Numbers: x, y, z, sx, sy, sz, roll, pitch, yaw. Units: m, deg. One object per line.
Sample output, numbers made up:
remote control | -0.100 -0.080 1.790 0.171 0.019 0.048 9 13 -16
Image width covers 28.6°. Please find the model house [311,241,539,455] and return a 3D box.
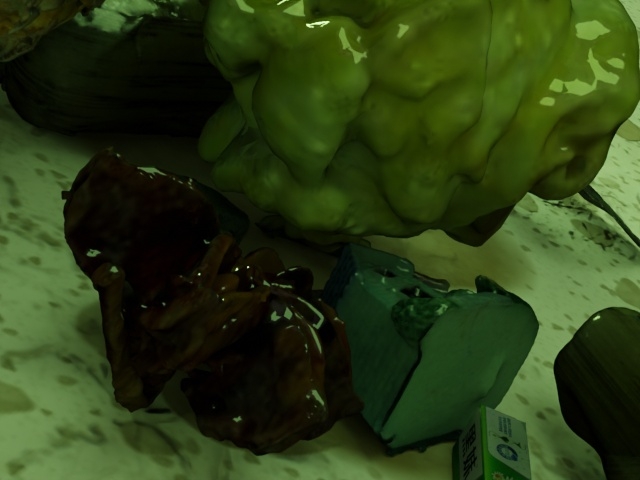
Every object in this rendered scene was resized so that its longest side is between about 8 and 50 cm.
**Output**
model house | 0.048 0.054 0.858 0.148 0.119 0.148 36 27 33

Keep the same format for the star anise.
star anise | -0.073 0.042 0.738 0.220 0.126 0.190 40 17 -31

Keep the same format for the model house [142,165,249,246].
model house | -0.093 -0.009 0.899 0.079 0.066 0.083 35 7 37

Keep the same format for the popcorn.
popcorn | 0.045 -0.122 0.876 0.312 0.312 0.312 22 27 -12

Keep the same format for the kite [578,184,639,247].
kite | 0.219 -0.112 1.331 0.360 0.022 0.204 49 7 38

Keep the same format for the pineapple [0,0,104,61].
pineapple | -0.258 -0.284 0.778 0.300 0.352 0.352 5 27 3

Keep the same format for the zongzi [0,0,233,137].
zongzi | -0.066 -0.115 1.029 0.360 0.160 0.323 45 40 5

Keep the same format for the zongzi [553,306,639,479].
zongzi | 0.222 0.151 0.838 0.221 0.112 0.242 42 30 23

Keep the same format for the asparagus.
asparagus | 0.000 0.000 0.998 0.108 0.021 0.025 19 29 -17

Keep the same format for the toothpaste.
toothpaste | 0.106 0.171 0.769 0.037 0.043 0.178 22 27 -6
